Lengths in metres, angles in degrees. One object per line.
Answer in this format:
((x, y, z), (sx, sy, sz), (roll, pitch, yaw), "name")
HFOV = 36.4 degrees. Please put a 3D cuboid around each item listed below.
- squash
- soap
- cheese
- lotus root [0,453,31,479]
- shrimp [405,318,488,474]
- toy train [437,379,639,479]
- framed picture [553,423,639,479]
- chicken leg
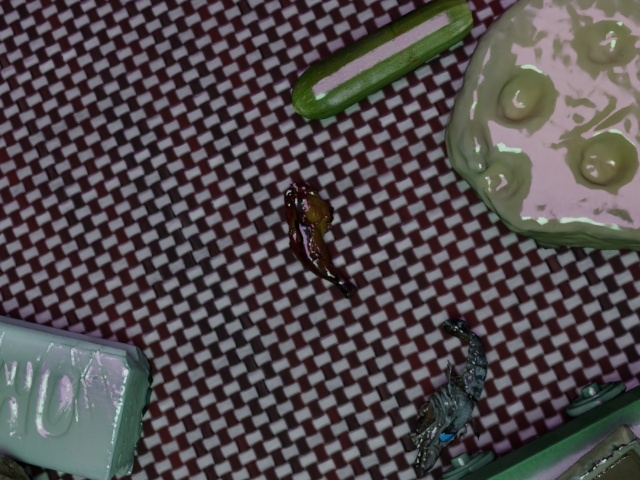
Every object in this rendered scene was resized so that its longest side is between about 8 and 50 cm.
((0.069, -0.208, 1.112), (0.228, 0.066, 0.066), (-29, 81, 2), "squash")
((-0.331, 0.169, 1.101), (0.261, 0.094, 0.150), (11, 84, 8), "soap")
((0.303, -0.123, 1.049), (0.318, 0.115, 0.326), (-32, 80, 2), "cheese")
((-0.426, 0.367, 1.055), (0.175, 0.175, 0.349), (42, 99, 10), "lotus root")
((0.144, 0.172, 1.052), (0.076, 0.082, 0.174), (16, 78, 13), "shrimp")
((0.237, 0.241, 0.971), (0.300, 0.202, 0.120), (-28, 85, 2), "toy train")
((0.219, 0.339, 0.883), (0.315, 0.024, 0.232), (-40, 108, 7), "framed picture")
((-0.005, 0.001, 1.116), (0.062, 0.037, 0.145), (-14, 80, -9), "chicken leg")
